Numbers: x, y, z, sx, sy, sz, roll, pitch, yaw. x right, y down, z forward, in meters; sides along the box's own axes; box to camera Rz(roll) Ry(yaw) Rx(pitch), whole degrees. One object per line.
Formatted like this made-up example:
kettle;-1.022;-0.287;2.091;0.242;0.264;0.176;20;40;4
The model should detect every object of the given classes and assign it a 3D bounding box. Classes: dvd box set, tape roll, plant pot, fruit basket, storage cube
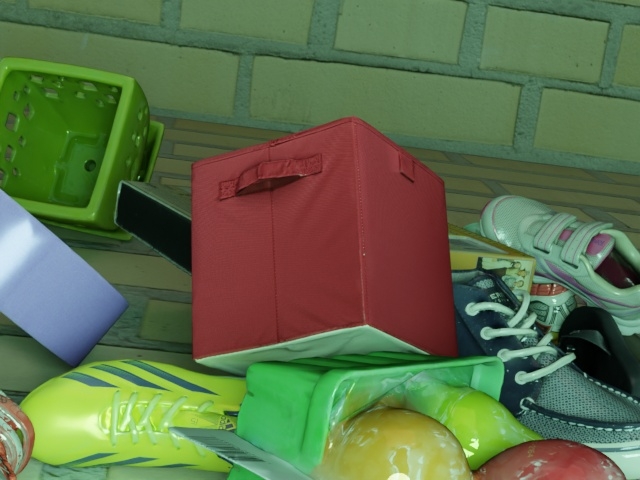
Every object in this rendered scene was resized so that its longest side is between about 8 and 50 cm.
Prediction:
dvd box set;0.000;0.000;1.476;0.420;0.062;0.307;4;11;-30
tape roll;-0.329;0.011;1.262;0.275;0.090;0.275;37;-11;9
plant pot;-0.372;-0.126;1.859;0.227;0.228;0.207;11;-11;16
fruit basket;0.114;0.196;0.904;0.353;0.165;0.327;25;14;36
storage cube;0.006;0.024;1.144;0.184;0.193;0.215;-14;-24;27

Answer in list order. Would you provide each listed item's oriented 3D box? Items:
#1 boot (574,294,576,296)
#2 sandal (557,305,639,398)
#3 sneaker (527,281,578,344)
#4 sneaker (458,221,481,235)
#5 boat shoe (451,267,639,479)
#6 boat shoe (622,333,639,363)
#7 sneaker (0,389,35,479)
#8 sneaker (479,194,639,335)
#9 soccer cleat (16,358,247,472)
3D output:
boot;0.236;0.025;1.876;0.295;0.104;0.211;1;14;-11
sandal;0.314;0.139;1.418;0.054;0.097;0.254;6;13;-7
sneaker;0.303;0.098;1.667;0.088;0.092;0.225;-10;-5;7
sneaker;0.213;0.058;1.601;0.094;0.151;0.256;3;14;-28
boat shoe;0.185;0.116;1.170;0.340;0.158;0.127;7;15;44
boat shoe;0.453;0.130;1.548;0.116;0.096;0.324;2;14;-29
sneaker;-0.258;0.170;0.928;0.270;0.090;0.145;14;16;37
sneaker;0.316;0.011;1.514;0.252;0.103;0.111;29;-24;10
soccer cleat;-0.113;0.157;1.057;0.289;0.093;0.121;5;3;-22
